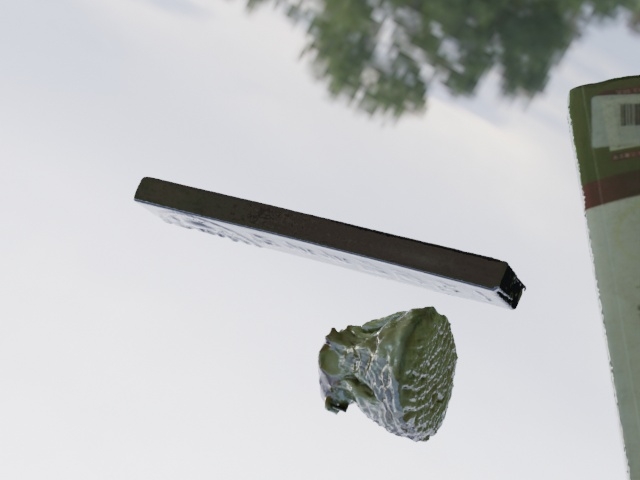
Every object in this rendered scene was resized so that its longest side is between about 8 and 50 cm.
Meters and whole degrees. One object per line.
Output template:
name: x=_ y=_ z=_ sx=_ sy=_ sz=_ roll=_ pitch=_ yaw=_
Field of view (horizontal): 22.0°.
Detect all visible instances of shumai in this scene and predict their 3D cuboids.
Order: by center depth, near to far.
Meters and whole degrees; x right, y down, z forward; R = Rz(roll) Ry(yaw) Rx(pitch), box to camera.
shumai: x=0.046 y=0.098 z=1.233 sx=0.087 sy=0.098 sz=0.124 roll=4 pitch=166 yaw=24

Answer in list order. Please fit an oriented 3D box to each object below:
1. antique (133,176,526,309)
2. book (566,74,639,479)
antique: x=0.000 y=0.000 z=0.722 sx=0.192 sy=0.015 sz=0.031 roll=14 pitch=165 yaw=32
book: x=0.248 y=0.020 z=0.889 sx=0.026 sy=0.201 sz=0.289 roll=70 pitch=-165 yaw=-57
